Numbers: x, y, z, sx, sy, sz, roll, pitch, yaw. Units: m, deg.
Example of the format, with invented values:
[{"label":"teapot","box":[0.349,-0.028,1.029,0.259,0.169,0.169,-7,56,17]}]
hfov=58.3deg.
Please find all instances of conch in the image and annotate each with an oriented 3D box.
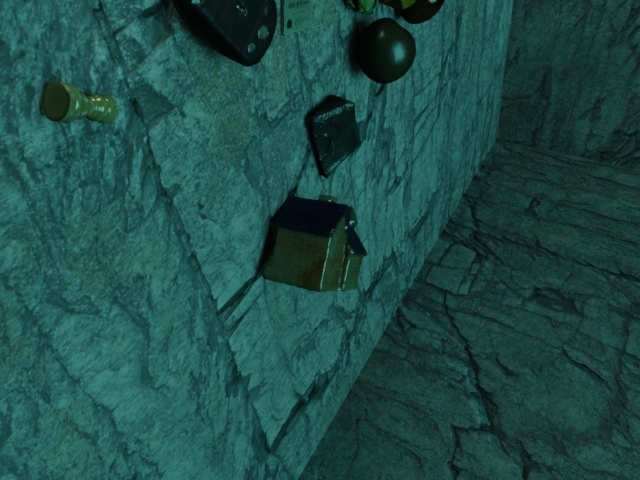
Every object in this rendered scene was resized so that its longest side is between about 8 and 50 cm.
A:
[{"label":"conch","box":[0.115,-0.720,1.676,0.200,0.079,0.095,15,107,-48]}]

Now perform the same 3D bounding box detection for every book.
[{"label":"book","box":[-0.060,-0.624,1.458,0.127,0.014,0.182,-40,142,-47]}]

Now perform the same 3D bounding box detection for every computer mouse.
[{"label":"computer mouse","box":[-0.199,-0.484,1.179,0.269,0.100,0.170,36,73,-60]}]

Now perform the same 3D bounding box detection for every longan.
[{"label":"longan","box":[0.207,-0.599,1.822,0.212,0.197,0.198,-22,127,-60]}]

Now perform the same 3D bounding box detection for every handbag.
[{"label":"handbag","box":[0.040,-0.331,1.808,0.175,0.088,0.270,-49,149,-23]}]

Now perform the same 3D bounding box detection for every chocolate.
[{"label":"chocolate","box":[0.342,-0.833,1.980,0.177,0.176,0.177,-44,144,-44]}]

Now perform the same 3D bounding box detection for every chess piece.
[{"label":"chess piece","box":[-0.409,-0.230,0.988,0.122,0.066,0.066,-11,118,-68]}]

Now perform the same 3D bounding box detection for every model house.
[{"label":"model house","box":[0.000,0.000,1.790,0.312,0.245,0.280,4,96,-65]}]

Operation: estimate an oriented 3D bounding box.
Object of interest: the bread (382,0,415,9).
[{"label":"bread","box":[0.281,-0.895,1.822,0.295,0.132,0.167,-68,161,-9]}]
